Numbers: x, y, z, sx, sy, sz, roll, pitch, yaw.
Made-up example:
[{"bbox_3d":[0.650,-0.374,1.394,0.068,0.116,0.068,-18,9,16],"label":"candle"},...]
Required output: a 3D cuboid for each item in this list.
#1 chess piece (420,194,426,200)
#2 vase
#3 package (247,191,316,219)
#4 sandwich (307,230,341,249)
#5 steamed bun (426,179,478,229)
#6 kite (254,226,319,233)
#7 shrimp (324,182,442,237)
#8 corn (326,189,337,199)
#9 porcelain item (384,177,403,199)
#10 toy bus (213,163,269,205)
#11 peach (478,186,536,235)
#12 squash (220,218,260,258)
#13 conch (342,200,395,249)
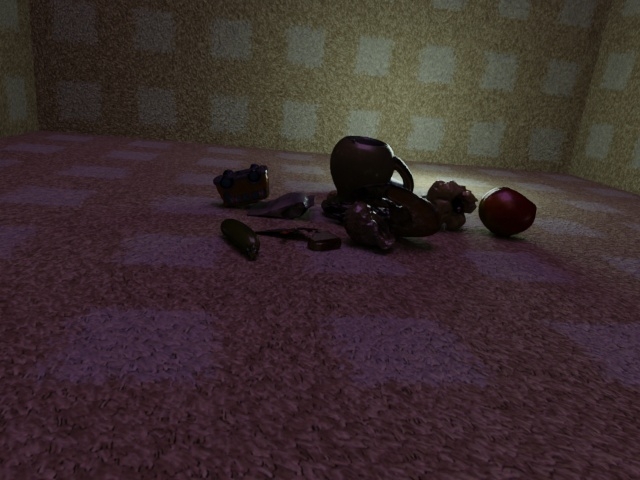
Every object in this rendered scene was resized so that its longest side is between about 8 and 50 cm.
[{"bbox_3d":[0.441,-0.152,1.979,0.272,0.139,0.139,7,14,38],"label":"chess piece"},{"bbox_3d":[0.186,-0.219,1.796,0.329,0.302,0.241,13,22,4],"label":"vase"},{"bbox_3d":[-0.141,-0.129,1.811,0.251,0.062,0.204,-7,18,3],"label":"package"},{"bbox_3d":[0.000,0.000,1.467,0.105,0.035,0.093,-9,23,-38],"label":"sandwich"},{"bbox_3d":[0.483,-0.125,1.786,0.178,0.192,0.106,22,11,-19],"label":"steamed bun"},{"bbox_3d":[-0.111,-0.030,1.534,0.241,0.014,0.183,-1,6,6],"label":"kite"},{"bbox_3d":[0.187,-0.106,1.611,0.445,0.085,0.272,9,-28,34],"label":"shrimp"},{"bbox_3d":[0.112,-0.184,2.031,0.207,0.068,0.068,-8,22,-35],"label":"corn"},{"bbox_3d":[0.287,-0.238,2.163,0.259,0.141,0.141,7,15,-31],"label":"porcelain item"},{"bbox_3d":[-0.293,-0.205,1.823,0.210,0.136,0.126,-13,22,-2],"label":"toy bus"},{"bbox_3d":[0.702,-0.112,1.803,0.192,0.190,0.190,-15,20,-4],"label":"peach"},{"bbox_3d":[-0.228,-0.014,1.391,0.066,0.066,0.252,-5,22,-32],"label":"squash"},{"bbox_3d":[0.162,-0.045,1.510,0.155,0.130,0.207,-21,44,-31],"label":"conch"}]
